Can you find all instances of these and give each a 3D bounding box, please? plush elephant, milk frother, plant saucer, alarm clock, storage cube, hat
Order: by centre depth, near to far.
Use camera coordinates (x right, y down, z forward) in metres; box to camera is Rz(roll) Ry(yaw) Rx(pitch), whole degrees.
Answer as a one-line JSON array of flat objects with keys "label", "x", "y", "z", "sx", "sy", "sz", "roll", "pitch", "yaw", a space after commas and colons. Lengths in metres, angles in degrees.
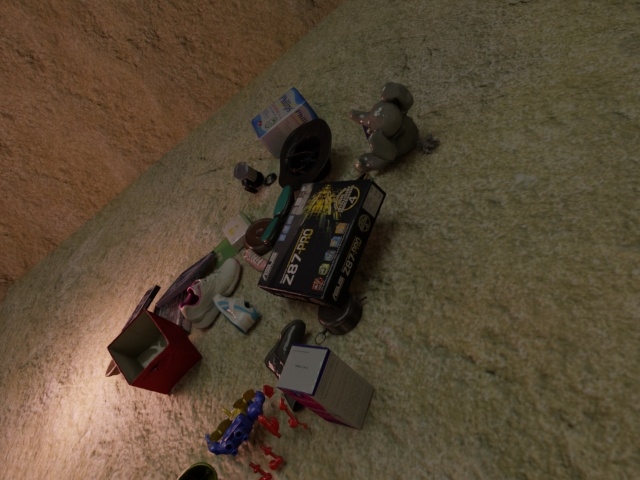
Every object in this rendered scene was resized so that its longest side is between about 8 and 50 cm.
[{"label": "alarm clock", "x": 0.042, "y": 0.220, "z": 1.302, "sx": 0.129, "sy": 0.064, "sz": 0.192, "roll": 19, "pitch": 70, "yaw": 50}, {"label": "storage cube", "x": -0.563, "y": 0.381, "z": 1.534, "sx": 0.183, "sy": 0.193, "sz": 0.215, "roll": -47, "pitch": 56, "yaw": -6}, {"label": "plush elephant", "x": 0.221, "y": -0.398, "z": 1.575, "sx": 0.330, "sy": 0.255, "sz": 0.271, "roll": 15, "pitch": 81, "yaw": 41}, {"label": "plant saucer", "x": -0.758, "y": 0.416, "z": 1.781, "sx": 0.278, "sy": 0.041, "sz": 0.277, "roll": -45, "pitch": 23, "yaw": 25}, {"label": "plant saucer", "x": -0.236, "y": -0.024, "z": 1.785, "sx": 0.169, "sy": 0.029, "sz": 0.168, "roll": -10, "pitch": 57, "yaw": 16}, {"label": "hat", "x": -0.032, "y": -0.336, "z": 1.870, "sx": 0.331, "sy": 0.134, "sz": 0.331, "roll": -23, "pitch": 56, "yaw": 39}, {"label": "milk frother", "x": -0.300, "y": -0.301, "z": 2.074, "sx": 0.143, "sy": 0.135, "sz": 0.129, "roll": -34, "pitch": 68, "yaw": 15}]

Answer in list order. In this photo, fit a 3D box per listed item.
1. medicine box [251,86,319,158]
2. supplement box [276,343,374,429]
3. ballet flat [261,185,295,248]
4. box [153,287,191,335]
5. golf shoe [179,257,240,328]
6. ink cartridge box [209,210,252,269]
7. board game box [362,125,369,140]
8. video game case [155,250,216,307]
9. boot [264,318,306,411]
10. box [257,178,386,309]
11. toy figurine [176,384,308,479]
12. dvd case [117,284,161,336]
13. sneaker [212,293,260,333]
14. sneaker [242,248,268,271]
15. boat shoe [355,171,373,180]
[{"label": "medicine box", "x": -0.176, "y": -0.593, "z": 2.247, "sx": 0.289, "sy": 0.149, "sz": 0.263, "roll": -37, "pitch": 37, "yaw": 8}, {"label": "supplement box", "x": 0.017, "y": 0.346, "z": 1.060, "sx": 0.111, "sy": 0.220, "sz": 0.113, "roll": -5, "pitch": 51, "yaw": 40}, {"label": "ballet flat", "x": -0.146, "y": -0.081, "z": 1.745, "sx": 0.095, "sy": 0.096, "sz": 0.280, "roll": -16, "pitch": 45, "yaw": 50}, {"label": "box", "x": -0.594, "y": 0.309, "z": 1.790, "sx": 0.183, "sy": 0.056, "sz": 0.231, "roll": -31, "pitch": 38, "yaw": 17}, {"label": "golf shoe", "x": -0.412, "y": 0.176, "z": 1.692, "sx": 0.115, "sy": 0.140, "sz": 0.306, "roll": -4, "pitch": 49, "yaw": 42}, {"label": "ink cartridge box", "x": -0.386, "y": -0.003, "z": 1.922, "sx": 0.235, "sy": 0.056, "sz": 0.171, "roll": -41, "pitch": 37, "yaw": -2}, {"label": "board game box", "x": 0.246, "y": -0.473, "z": 1.828, "sx": 0.141, "sy": 0.048, "sz": 0.170, "roll": -28, "pitch": 38, "yaw": 16}, {"label": "video game case", "x": -0.544, "y": 0.153, "z": 1.833, "sx": 0.196, "sy": 0.026, "sz": 0.274, "roll": -34, "pitch": 15, "yaw": 17}, {"label": "boot", "x": -0.064, "y": 0.344, "z": 1.259, "sx": 0.189, "sy": 0.076, "sz": 0.208, "roll": -59, "pitch": 30, "yaw": 1}, {"label": "box", "x": 0.000, "y": 0.000, "z": 1.399, "sx": 0.318, "sy": 0.097, "sz": 0.394, "roll": 4, "pitch": 65, "yaw": 49}, {"label": "toy figurine", "x": -0.212, "y": 0.533, "z": 1.196, "sx": 0.362, "sy": 0.191, "sz": 0.217, "roll": -53, "pitch": 7, "yaw": -3}, {"label": "dvd case", "x": -0.746, "y": 0.298, "z": 1.843, "sx": 0.179, "sy": 0.030, "sz": 0.238, "roll": -21, "pitch": 39, "yaw": 57}, {"label": "sneaker", "x": -0.297, "y": 0.241, "z": 1.577, "sx": 0.092, "sy": 0.087, "sz": 0.229, "roll": -46, "pitch": 43, "yaw": -17}, {"label": "sneaker", "x": -0.252, "y": 0.073, "z": 1.708, "sx": 0.134, "sy": 0.070, "sz": 0.051, "roll": 20, "pitch": 65, "yaw": 49}, {"label": "boat shoe", "x": 0.130, "y": -0.203, "z": 1.660, "sx": 0.135, "sy": 0.045, "sz": 0.050, "roll": -42, "pitch": 36, "yaw": 0}]
